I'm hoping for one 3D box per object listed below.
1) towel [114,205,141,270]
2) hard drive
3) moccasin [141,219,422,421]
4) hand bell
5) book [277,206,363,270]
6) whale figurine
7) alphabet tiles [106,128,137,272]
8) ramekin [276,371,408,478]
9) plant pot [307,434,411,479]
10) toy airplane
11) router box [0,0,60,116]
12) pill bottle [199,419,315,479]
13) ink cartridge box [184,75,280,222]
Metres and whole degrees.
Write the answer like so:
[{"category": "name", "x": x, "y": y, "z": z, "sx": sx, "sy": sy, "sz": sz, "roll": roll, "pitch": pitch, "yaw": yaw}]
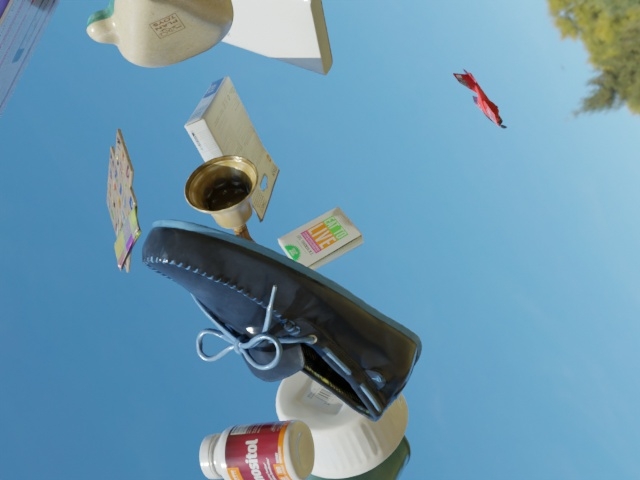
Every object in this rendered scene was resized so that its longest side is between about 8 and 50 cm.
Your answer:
[{"category": "towel", "x": -0.279, "y": -0.003, "z": 1.172, "sx": 0.009, "sy": 0.083, "sz": 0.060, "roll": 14, "pitch": -147, "yaw": -31}, {"category": "hard drive", "x": -0.130, "y": -0.431, "z": 1.530, "sx": 0.307, "sy": 0.203, "sz": 0.040, "roll": 22, "pitch": -113, "yaw": 19}, {"category": "moccasin", "x": -0.030, "y": 0.091, "z": 0.813, "sx": 0.342, "sy": 0.137, "sz": 0.117, "roll": 29, "pitch": -105, "yaw": -26}, {"category": "hand bell", "x": -0.139, "y": -0.019, "z": 1.409, "sx": 0.242, "sy": 0.126, "sz": 0.126, "roll": 73, "pitch": -168, "yaw": -48}, {"category": "book", "x": 0.000, "y": 0.000, "z": 1.629, "sx": 0.096, "sy": 0.144, "sz": 0.035, "roll": 52, "pitch": 164, "yaw": 32}, {"category": "whale figurine", "x": -0.225, "y": -0.344, "z": 1.096, "sx": 0.272, "sy": 0.216, "sz": 0.141, "roll": 39, "pitch": -151, "yaw": -78}, {"category": "alphabet tiles", "x": -0.384, "y": -0.088, "z": 1.562, "sx": 0.009, "sy": 0.237, "sz": 0.198, "roll": -7, "pitch": -130, "yaw": -25}, {"category": "ramekin", "x": 0.039, "y": 0.354, "z": 1.734, "sx": 0.277, "sy": 0.277, "sz": 0.135, "roll": -79, "pitch": -27, "yaw": -48}, {"category": "plant pot", "x": 0.049, "y": 0.565, "z": 1.912, "sx": 0.271, "sy": 0.271, "sz": 0.255, "roll": 44, "pitch": -135, "yaw": -15}, {"category": "toy airplane", "x": 0.301, "y": -0.266, "z": 1.514, "sx": 0.151, "sy": 0.028, "sz": 0.151, "roll": 48, "pitch": -169, "yaw": -13}, {"category": "router box", "x": -0.361, "y": -0.146, "z": 0.778, "sx": 0.082, "sy": 0.336, "sz": 0.301, "roll": 28, "pitch": -173, "yaw": -17}, {"category": "pill bottle", "x": -0.091, "y": 0.304, "z": 1.154, "sx": 0.086, "sy": 0.151, "sz": 0.086, "roll": -11, "pitch": -90, "yaw": -67}, {"category": "ink cartridge box", "x": -0.160, "y": -0.169, "z": 1.517, "sx": 0.224, "sy": 0.045, "sz": 0.223, "roll": 62, "pitch": -161, "yaw": -24}]
